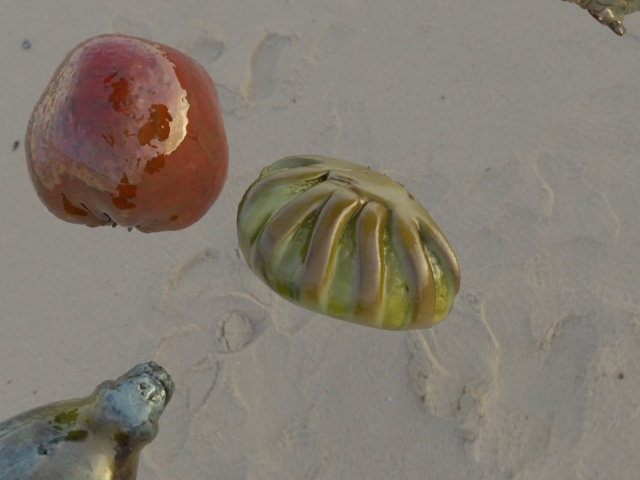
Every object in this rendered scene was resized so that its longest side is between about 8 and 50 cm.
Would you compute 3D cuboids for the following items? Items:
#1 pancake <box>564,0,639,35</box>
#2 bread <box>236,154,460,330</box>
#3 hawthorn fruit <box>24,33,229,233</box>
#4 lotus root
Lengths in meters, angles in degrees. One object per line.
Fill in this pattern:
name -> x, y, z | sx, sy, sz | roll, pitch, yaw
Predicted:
pancake -> 0.076, -0.199, 0.286 | 0.056, 0.257, 0.212 | -40, 55, 37
bread -> 0.000, 0.000, 0.392 | 0.094, 0.083, 0.157 | -16, 40, -33
hawthorn fruit -> -0.167, -0.093, 0.568 | 0.189, 0.189, 0.189 | -5, 57, 8
lotus root -> -0.236, 0.221, 0.472 | 0.158, 0.140, 0.322 | 44, 65, -4
